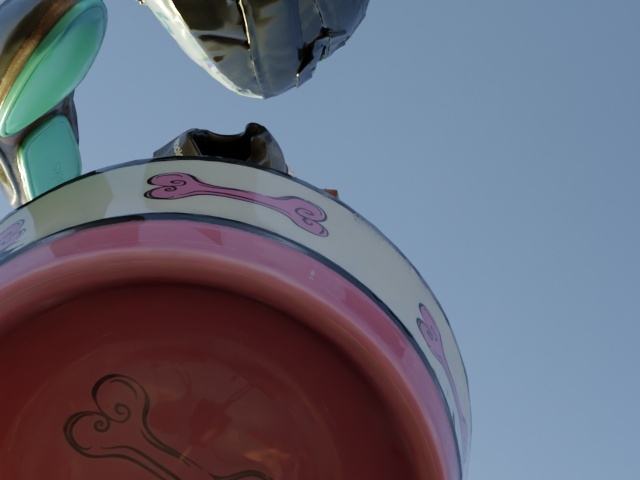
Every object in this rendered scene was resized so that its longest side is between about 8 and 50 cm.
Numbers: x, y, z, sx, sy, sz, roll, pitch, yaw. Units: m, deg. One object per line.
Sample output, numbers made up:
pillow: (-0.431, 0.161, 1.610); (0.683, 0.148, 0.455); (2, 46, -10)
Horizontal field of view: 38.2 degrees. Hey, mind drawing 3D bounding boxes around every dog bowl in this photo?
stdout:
dog bowl: (-0.092, 0.155, 0.599); (0.408, 0.150, 0.408); (0, -79, -1)

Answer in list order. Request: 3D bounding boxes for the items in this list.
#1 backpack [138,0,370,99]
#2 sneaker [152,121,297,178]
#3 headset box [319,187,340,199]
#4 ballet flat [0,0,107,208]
backpack: (-0.079, -0.319, 0.988); (0.290, 0.273, 0.355); (-44, -44, -7)
sneaker: (-0.143, -0.062, 0.927); (0.234, 0.078, 0.106); (-17, -43, -4)
headset box: (0.000, 0.000, 0.742); (0.032, 0.062, 0.083); (3, -108, 8)
ballet flat: (-0.220, -0.107, 0.657); (0.096, 0.095, 0.280); (42, -31, 2)
